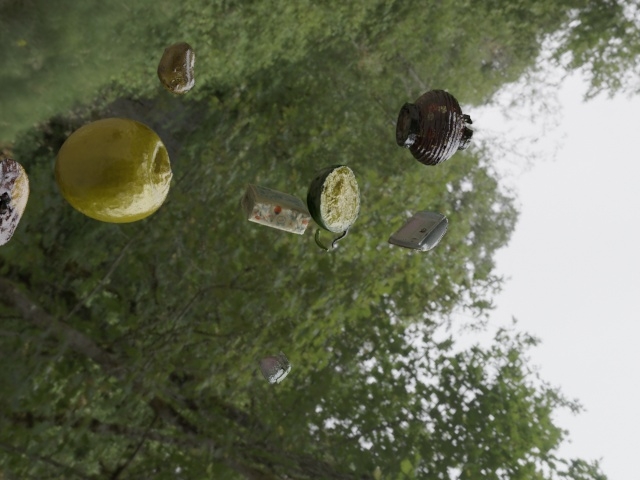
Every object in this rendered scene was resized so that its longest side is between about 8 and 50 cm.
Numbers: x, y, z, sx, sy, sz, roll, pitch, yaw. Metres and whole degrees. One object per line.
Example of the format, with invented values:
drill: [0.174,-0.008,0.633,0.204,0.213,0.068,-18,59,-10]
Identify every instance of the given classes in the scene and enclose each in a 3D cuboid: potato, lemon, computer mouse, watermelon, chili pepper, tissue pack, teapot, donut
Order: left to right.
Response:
donut: [-0.679,-0.083,1.332,0.166,0.074,0.183,91,6,-71]
lemon: [-0.629,-0.213,1.971,0.348,0.348,0.347,-35,-152,22]
potato: [-0.491,-0.589,2.197,0.137,0.137,0.175,15,-80,61]
tissue pack: [-0.145,-0.101,2.077,0.092,0.196,0.148,-67,-155,20]
teapot: [-0.101,0.294,1.482,0.064,0.064,0.083,-28,-148,-18]
chili pepper: [0.000,-0.001,1.866,0.031,0.017,0.083,-18,-125,1]
watermelon: [0.029,-0.127,1.997,0.127,0.232,0.204,11,-137,35]
computer mouse: [0.238,-0.020,1.559,0.102,0.044,0.199,13,-150,26]

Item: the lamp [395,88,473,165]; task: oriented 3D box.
lamp: [0.365,-0.356,2.042,0.247,0.247,0.247,-35,-152,22]
